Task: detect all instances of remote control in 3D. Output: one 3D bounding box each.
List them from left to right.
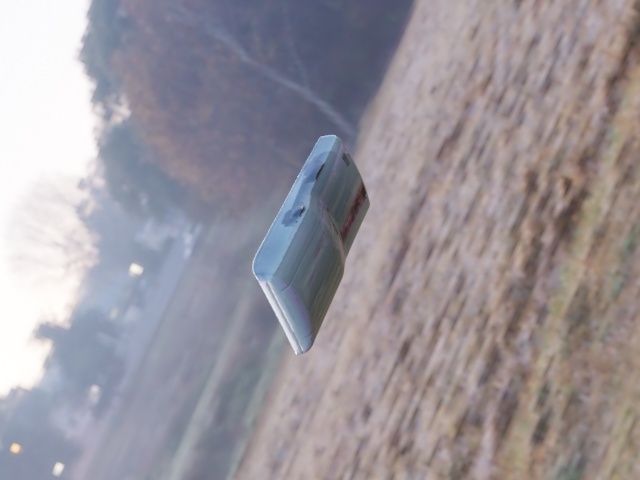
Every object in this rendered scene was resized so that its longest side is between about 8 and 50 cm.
[{"bbox_3d":[0.000,0.000,0.936,0.029,0.065,0.166,-13,29,26],"label":"remote control"}]
